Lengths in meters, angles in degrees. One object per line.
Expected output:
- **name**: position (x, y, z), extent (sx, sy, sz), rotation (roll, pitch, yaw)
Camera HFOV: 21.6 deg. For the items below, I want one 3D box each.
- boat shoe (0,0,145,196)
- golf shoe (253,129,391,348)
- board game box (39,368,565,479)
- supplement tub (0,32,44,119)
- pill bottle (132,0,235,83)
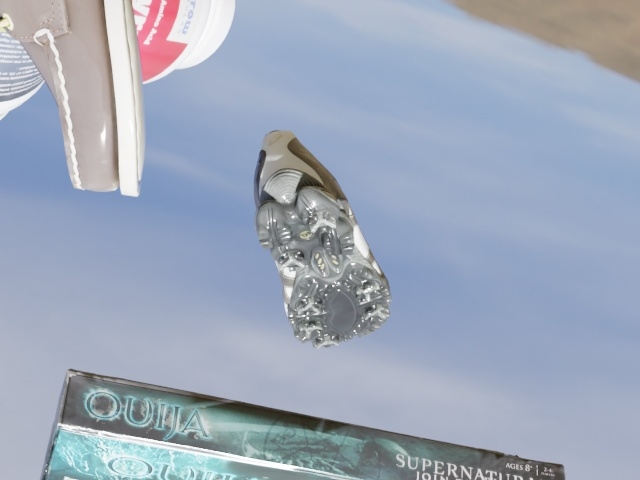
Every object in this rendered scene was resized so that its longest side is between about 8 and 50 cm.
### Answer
- **boat shoe**: position (-0.173, -0.184, 1.070), extent (0.096, 0.324, 0.116), rotation (-8, -173, -6)
- **golf shoe**: position (0.000, 0.000, 1.167), extent (0.077, 0.198, 0.094), rotation (-15, -126, 1)
- **board game box**: position (-0.015, 0.106, 0.641), extent (0.186, 0.126, 0.026), rotation (12, -127, -9)
- **supplement tub**: position (-0.276, -0.219, 1.347), extent (0.191, 0.272, 0.191), rotation (21, -133, -24)
- **pill bottle**: position (-0.274, -0.301, 1.985), extent (0.229, 0.229, 0.407), rotation (29, -166, 23)
